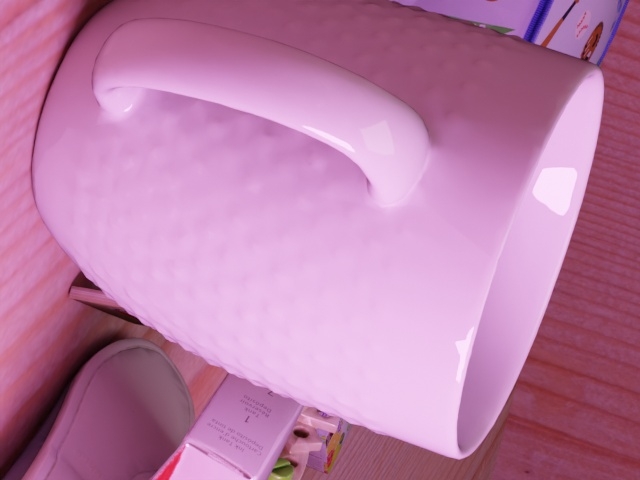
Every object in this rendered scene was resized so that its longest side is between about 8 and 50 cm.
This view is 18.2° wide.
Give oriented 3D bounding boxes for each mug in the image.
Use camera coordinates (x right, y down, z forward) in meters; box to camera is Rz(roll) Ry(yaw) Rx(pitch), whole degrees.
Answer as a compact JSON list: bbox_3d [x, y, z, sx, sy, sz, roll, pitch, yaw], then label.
[{"bbox_3d":[-0.019,-0.049,1.293,0.374,0.328,0.276,58,53,-72],"label":"mug"}]

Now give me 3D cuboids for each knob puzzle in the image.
[{"bbox_3d":[-0.073,0.057,1.519,0.213,0.213,0.030,40,61,-75],"label":"knob puzzle"}]

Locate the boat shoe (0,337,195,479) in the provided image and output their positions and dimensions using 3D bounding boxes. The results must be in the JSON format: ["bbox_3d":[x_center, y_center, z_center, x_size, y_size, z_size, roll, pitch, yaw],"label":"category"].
[{"bbox_3d":[-0.188,0.175,1.508,0.099,0.116,0.319,-29,-166,26],"label":"boat shoe"}]

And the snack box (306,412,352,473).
[{"bbox_3d":[0.021,0.194,2.380,0.100,0.037,0.141,88,25,-58],"label":"snack box"}]

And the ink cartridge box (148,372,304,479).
[{"bbox_3d":[-0.124,0.258,1.461,0.296,0.066,0.261,-65,174,32],"label":"ink cartridge box"}]

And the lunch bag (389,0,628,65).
[{"bbox_3d":[0.193,-0.305,1.955,0.385,0.239,0.328,-64,165,4],"label":"lunch bag"}]

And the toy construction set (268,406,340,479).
[{"bbox_3d":[-0.046,0.294,2.030,0.215,0.151,0.327,-21,125,-40],"label":"toy construction set"}]
